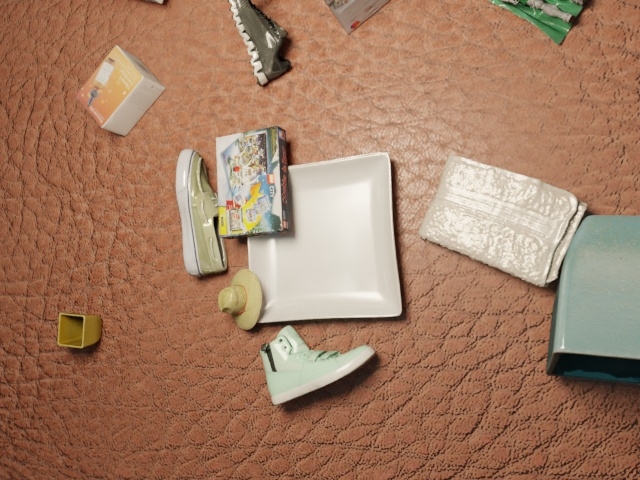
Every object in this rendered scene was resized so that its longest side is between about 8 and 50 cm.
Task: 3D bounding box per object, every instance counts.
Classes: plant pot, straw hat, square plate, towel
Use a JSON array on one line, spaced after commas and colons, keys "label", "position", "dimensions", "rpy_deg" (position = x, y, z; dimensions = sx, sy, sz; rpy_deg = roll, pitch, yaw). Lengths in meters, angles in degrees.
[{"label": "plant pot", "position": [0.514, 0.095, 0.899], "dimensions": [0.248, 0.247, 0.252], "rpy_deg": [1, 69, 20]}, {"label": "straw hat", "position": [-0.195, 0.133, 1.211], "dimensions": [0.145, 0.061, 0.144], "rpy_deg": [2, 93, 49]}, {"label": "square plate", "position": [0.000, 0.000, 1.188], "dimensions": [0.344, 0.049, 0.346], "rpy_deg": [-5, 85, 19]}, {"label": "towel", "position": [0.344, -0.042, 1.051], "dimensions": [0.282, 0.049, 0.187], "rpy_deg": [23, 94, 27]}, {"label": "plant pot", "position": [-0.605, 0.225, 1.375], "dimensions": [0.082, 0.083, 0.081], "rpy_deg": [2, 87, 19]}]

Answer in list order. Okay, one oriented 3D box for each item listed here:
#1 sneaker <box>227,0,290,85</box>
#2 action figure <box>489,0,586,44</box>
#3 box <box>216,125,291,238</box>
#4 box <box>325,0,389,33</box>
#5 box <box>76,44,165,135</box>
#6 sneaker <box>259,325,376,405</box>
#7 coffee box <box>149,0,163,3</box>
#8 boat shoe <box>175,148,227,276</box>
[{"label": "sneaker", "position": [-0.131, -0.475, 1.214], "dimensions": [0.106, 0.078, 0.234], "rpy_deg": [-16, 118, 6]}, {"label": "action figure", "position": [0.402, -0.499, 1.067], "dimensions": [0.232, 0.063, 0.137], "rpy_deg": [34, 101, 22]}, {"label": "box", "position": [-0.151, -0.126, 1.203], "dimensions": [0.159, 0.044, 0.232], "rpy_deg": [-6, 83, 22]}, {"label": "box", "position": [0.079, -0.523, 1.116], "dimensions": [0.145, 0.186, 0.038], "rpy_deg": [-35, 74, 15]}, {"label": "box", "position": [-0.507, -0.377, 1.372], "dimensions": [0.170, 0.091, 0.130], "rpy_deg": [-46, 74, 12]}, {"label": "sneaker", "position": [-0.018, 0.240, 1.157], "dimensions": [0.256, 0.094, 0.151], "rpy_deg": [-26, 75, 15]}, {"label": "coffee box", "position": [-0.550, -0.811, 1.262], "dimensions": [0.338, 0.338, 0.334], "rpy_deg": [23, 95, 29]}, {"label": "boat shoe", "position": [-0.275, -0.066, 1.276], "dimensions": [0.094, 0.109, 0.302], "rpy_deg": [-5, 94, 4]}]
